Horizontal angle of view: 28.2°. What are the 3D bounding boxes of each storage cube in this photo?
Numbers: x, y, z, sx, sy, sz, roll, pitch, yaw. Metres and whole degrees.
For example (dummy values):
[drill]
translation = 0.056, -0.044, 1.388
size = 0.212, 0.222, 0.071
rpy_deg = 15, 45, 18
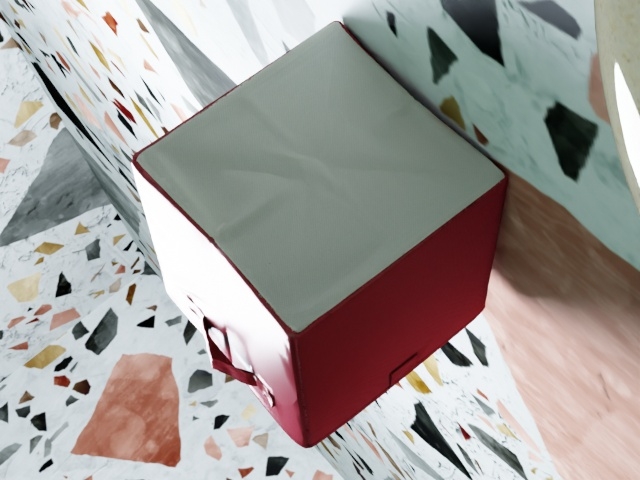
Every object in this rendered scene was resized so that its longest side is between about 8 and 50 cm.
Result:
[storage cube]
translation = 0.000, 0.000, 0.917
size = 0.184, 0.215, 0.193
rpy_deg = 46, 161, 24

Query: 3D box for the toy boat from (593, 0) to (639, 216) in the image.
[toy boat]
translation = 0.164, 0.015, 0.355
size = 0.267, 0.148, 0.318
rpy_deg = -112, 22, -45
